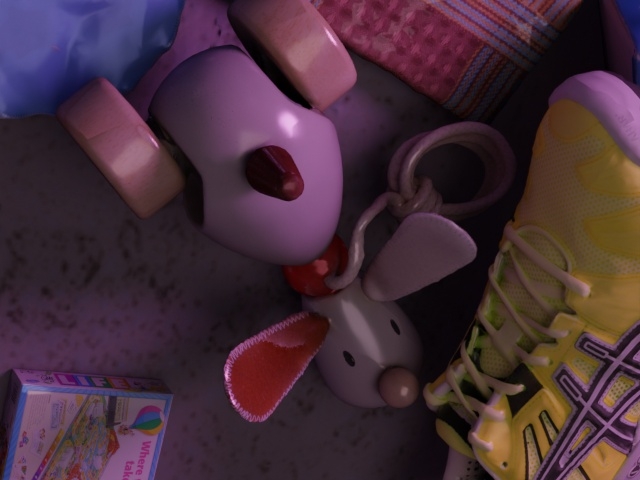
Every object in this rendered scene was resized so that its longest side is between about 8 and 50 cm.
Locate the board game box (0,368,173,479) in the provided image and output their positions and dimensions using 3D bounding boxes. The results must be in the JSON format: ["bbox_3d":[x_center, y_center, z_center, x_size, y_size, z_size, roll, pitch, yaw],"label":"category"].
[{"bbox_3d":[-0.163,0.162,1.047,0.103,0.026,0.154,8,105,-27],"label":"board game box"}]

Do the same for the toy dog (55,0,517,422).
[{"bbox_3d":[0.000,0.000,0.956,0.333,0.161,0.220,31,103,-39],"label":"toy dog"}]

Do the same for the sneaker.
[{"bbox_3d":[0.150,0.075,1.010,0.147,0.145,0.385,-20,130,-26],"label":"sneaker"}]

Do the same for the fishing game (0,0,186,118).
[{"bbox_3d":[-0.166,-0.163,0.921,0.264,0.041,0.189,-28,111,-6],"label":"fishing game"}]

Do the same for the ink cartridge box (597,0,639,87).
[{"bbox_3d":[0.402,-0.058,1.065,0.394,0.166,0.286,-10,116,5],"label":"ink cartridge box"}]

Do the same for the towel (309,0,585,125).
[{"bbox_3d":[0.116,-0.270,0.980,0.271,0.040,0.370,28,105,-29],"label":"towel"}]
